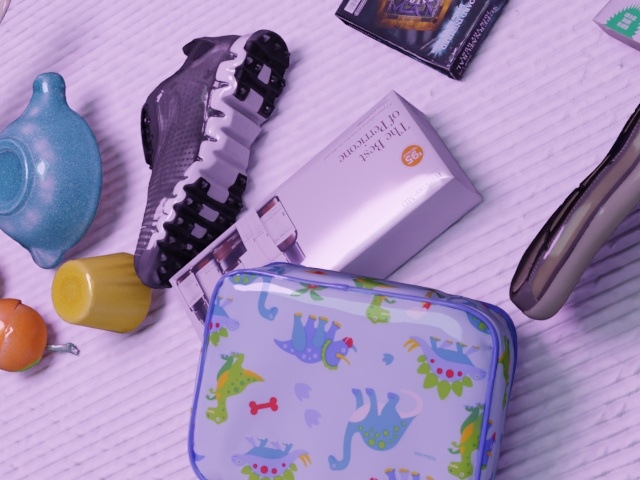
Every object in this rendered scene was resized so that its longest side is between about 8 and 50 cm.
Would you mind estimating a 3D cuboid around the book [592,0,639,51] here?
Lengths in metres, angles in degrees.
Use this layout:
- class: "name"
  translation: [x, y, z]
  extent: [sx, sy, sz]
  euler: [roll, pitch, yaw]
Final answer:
- class: "book"
  translation: [0.265, -0.194, 0.923]
  extent: [0.144, 0.035, 0.096]
  euler: [-49, 24, 8]

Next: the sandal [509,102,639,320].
- class: "sandal"
  translation: [0.245, -0.059, 0.881]
  extent: [0.086, 0.120, 0.303]
  euler: [38, 98, 5]

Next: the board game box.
- class: "board game box"
  translation: [0.108, -0.233, 1.050]
  extent: [0.126, 0.026, 0.186]
  euler: [33, 93, 33]

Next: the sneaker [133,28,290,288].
- class: "sneaker"
  translation: [-0.112, -0.073, 1.101]
  extent: [0.106, 0.078, 0.234]
  euler: [15, 79, 36]

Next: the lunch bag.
- class: "lunch bag"
  translation: [0.020, 0.113, 0.924]
  extent: [0.219, 0.090, 0.176]
  euler: [9, 93, 17]

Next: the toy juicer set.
- class: "toy juicer set"
  translation: [-0.273, -0.037, 1.182]
  extent: [0.209, 0.089, 0.329]
  euler: [-34, 68, 32]

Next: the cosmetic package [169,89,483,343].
- class: "cosmetic package"
  translation: [0.000, 0.000, 1.020]
  extent: [0.239, 0.060, 0.099]
  euler: [-40, 60, 14]
